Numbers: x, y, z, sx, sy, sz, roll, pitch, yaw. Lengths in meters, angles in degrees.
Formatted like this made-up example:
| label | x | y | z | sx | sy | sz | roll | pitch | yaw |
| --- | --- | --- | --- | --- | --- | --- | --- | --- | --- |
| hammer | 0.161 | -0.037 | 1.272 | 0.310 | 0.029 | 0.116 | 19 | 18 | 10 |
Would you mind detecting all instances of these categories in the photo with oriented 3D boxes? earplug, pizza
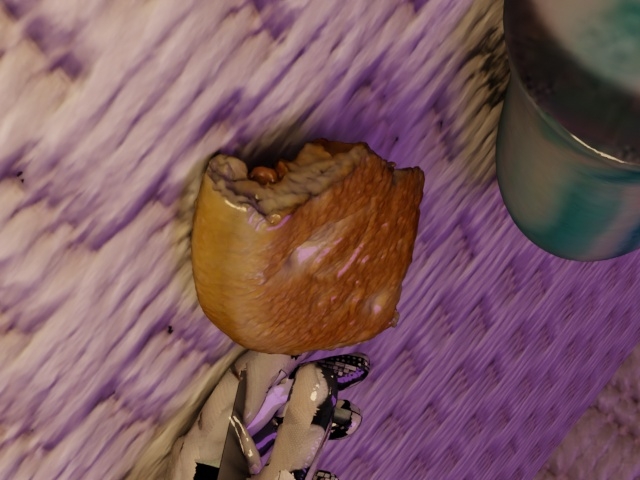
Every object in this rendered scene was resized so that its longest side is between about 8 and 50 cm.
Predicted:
| label | x | y | z | sx | sy | sz | roll | pitch | yaw |
| --- | --- | --- | --- | --- | --- | --- | --- | --- | --- |
| earplug | 0.194 | -0.069 | 1.100 | 0.185 | 0.185 | 0.324 | -48 | 167 | -17 |
| pizza | -0.005 | 0.004 | 0.893 | 0.134 | 0.056 | 0.271 | -55 | 157 | 7 |

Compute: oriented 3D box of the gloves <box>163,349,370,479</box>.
| label | x | y | z | sx | sy | sz | roll | pitch | yaw |
| --- | --- | --- | --- | --- | --- | --- | --- | --- | --- |
| gloves | -0.043 | 0.139 | 1.006 | 0.127 | 0.111 | 0.212 | 69 | 31 | -64 |
